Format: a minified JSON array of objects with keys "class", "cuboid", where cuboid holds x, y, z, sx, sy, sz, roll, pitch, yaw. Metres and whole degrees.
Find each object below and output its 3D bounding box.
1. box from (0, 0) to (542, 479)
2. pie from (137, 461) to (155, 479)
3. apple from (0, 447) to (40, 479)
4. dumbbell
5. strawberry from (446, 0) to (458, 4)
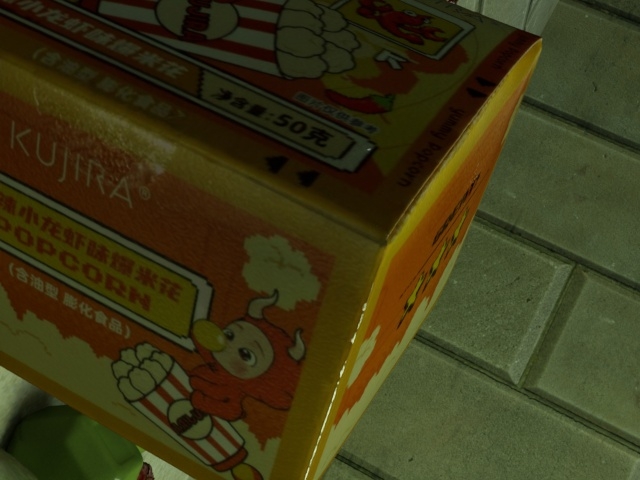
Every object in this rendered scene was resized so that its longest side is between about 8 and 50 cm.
[{"class":"box","cuboid":[-0.060,-0.048,0.512,0.259,0.283,0.214,-47,158,-51]},{"class":"pie","cuboid":[-0.248,0.337,1.079,0.154,0.036,0.154,-58,165,-26]},{"class":"apple","cuboid":[-0.229,0.231,0.626,0.193,0.120,0.265,-110,-152,-42]},{"class":"dumbbell","cuboid":[-0.183,0.187,0.878,0.108,0.121,0.302,-37,175,18]},{"class":"strawberry","cuboid":[0.155,-0.352,1.290,0.083,0.073,0.073,-30,-177,26]}]
